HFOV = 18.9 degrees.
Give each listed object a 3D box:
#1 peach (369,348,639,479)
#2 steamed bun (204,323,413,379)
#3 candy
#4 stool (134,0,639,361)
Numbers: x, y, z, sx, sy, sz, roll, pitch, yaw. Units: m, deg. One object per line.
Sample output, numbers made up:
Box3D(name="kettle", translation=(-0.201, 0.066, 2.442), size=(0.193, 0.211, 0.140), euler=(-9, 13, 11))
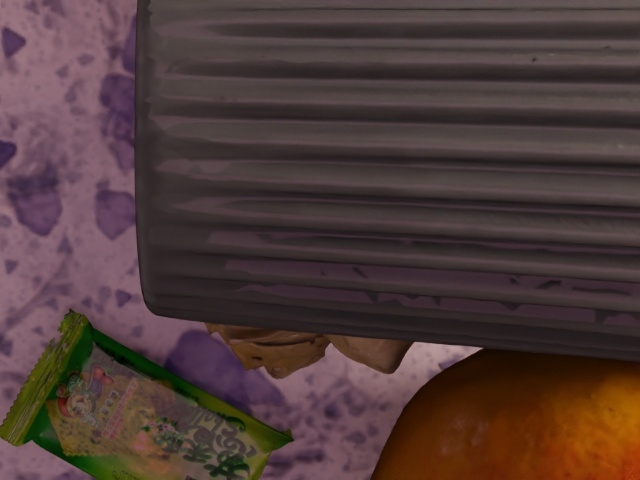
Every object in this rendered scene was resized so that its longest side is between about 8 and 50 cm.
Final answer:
Box3D(name="peach", translation=(0.161, 0.189, 1.163), size=(0.288, 0.308, 0.289), euler=(-1, 97, -5))
Box3D(name="steamed bun", translation=(0.000, 0.000, 1.242), size=(0.177, 0.106, 0.192), euler=(-25, 88, 4))
Box3D(name="candy", translation=(-0.115, 0.130, 1.285), size=(0.178, 0.032, 0.102), euler=(30, 94, -5))
Box3D(name="stool", translation=(0.070, -0.076, 1.051), size=(0.330, 0.297, 0.297), euler=(0, 96, -2))
